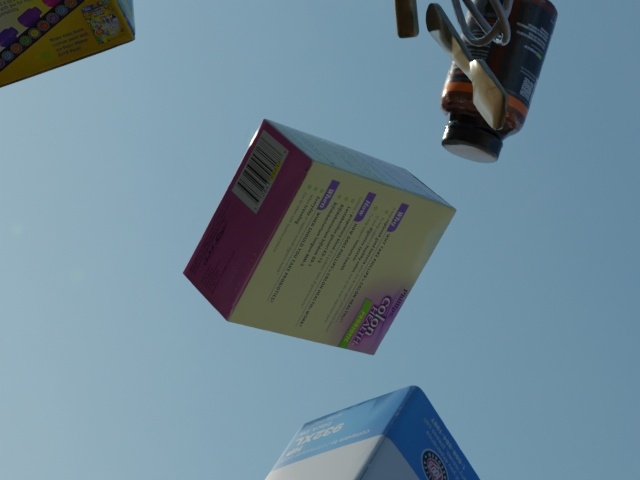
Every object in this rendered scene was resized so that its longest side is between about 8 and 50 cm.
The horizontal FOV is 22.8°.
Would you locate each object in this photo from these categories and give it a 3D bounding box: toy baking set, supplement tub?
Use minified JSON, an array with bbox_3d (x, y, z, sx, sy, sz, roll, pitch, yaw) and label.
[{"bbox_3d":[0.083,-0.207,1.096,0.197,0.030,0.256,-158,-117,-71],"label":"toy baking set"},{"bbox_3d":[0.201,-0.193,1.847,0.106,0.198,0.106,18,-11,4],"label":"supplement tub"}]

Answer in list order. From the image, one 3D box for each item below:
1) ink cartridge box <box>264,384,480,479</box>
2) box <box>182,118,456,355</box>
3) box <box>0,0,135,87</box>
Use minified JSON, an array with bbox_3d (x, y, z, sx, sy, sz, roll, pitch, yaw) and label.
[{"bbox_3d":[0.028,0.291,1.156,0.129,0.307,0.223,-22,-72,34],"label":"ink cartridge box"},{"bbox_3d":[0.000,0.000,1.874,0.243,0.213,0.117,16,18,-41],"label":"box"},{"bbox_3d":[-0.299,-0.335,1.394,0.177,0.290,0.279,-18,-48,6],"label":"box"}]
